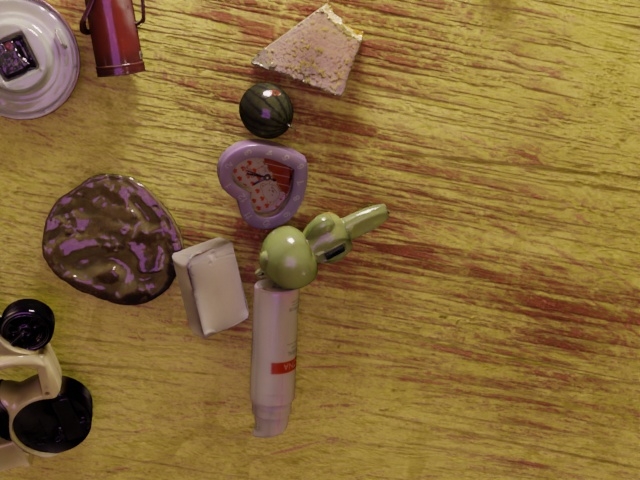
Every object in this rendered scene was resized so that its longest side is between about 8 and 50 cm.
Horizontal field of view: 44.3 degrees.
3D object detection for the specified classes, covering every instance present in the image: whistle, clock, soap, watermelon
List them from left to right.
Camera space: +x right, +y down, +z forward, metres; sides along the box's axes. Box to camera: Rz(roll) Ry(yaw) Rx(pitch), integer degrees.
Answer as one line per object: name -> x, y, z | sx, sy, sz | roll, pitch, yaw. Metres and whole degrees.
clock -> -0.640, 0.310, 1.649 | 0.277, 0.120, 0.378 | -18, 119, -4
clock -> -0.588, -0.356, 1.525 | 0.245, 0.056, 0.244 | 0, 106, -1
soap -> -0.226, 0.098, 1.634 | 0.122, 0.064, 0.183 | -22, 109, -34
clock -> -0.107, -0.128, 1.587 | 0.172, 0.064, 0.198 | -30, 124, 4
watermelon -> -0.096, -0.246, 1.538 | 0.133, 0.105, 0.105 | 39, 103, 18
whistle -> -0.007, -0.005, 1.624 | 0.294, 0.141, 0.141 | -36, 105, -12

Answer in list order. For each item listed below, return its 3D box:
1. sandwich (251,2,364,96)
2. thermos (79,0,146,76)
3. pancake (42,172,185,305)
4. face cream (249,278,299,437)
sandwich -> -0.020, -0.387, 1.534 | 0.193, 0.058, 0.162 | 18, 103, -5
thermos -> -0.391, -0.431, 1.486 | 0.124, 0.099, 0.231 | -4, 107, 4
pancake -> -0.423, 0.002, 1.635 | 0.295, 0.049, 0.294 | 0, 105, 0
face cream -> -0.100, 0.258, 1.691 | 0.102, 0.102, 0.345 | 2, 106, -2
